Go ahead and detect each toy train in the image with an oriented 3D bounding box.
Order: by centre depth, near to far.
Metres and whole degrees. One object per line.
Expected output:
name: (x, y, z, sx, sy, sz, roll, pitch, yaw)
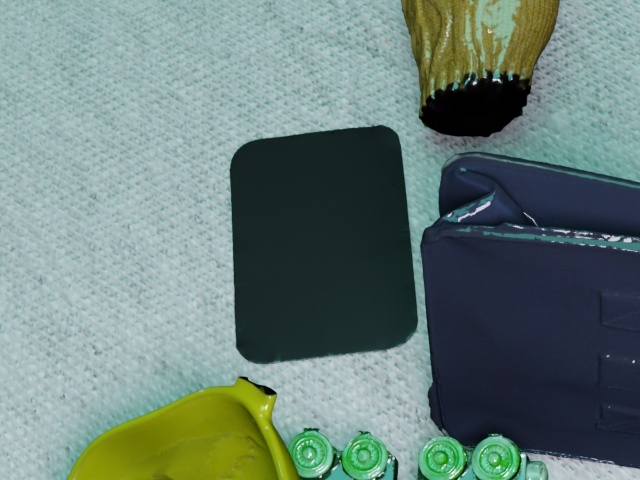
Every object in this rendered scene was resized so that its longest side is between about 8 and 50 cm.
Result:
toy train: (0.075, 0.231, 1.651, 0.251, 0.085, 0.119, -1, 73, 14)

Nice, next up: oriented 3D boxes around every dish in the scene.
dish: (-0.098, 0.251, 1.617, 0.262, 0.108, 0.221, -34, 59, 22)

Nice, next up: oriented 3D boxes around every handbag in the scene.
handbag: (0.228, 0.065, 1.581, 0.269, 0.325, 0.118, 10, 55, 14)

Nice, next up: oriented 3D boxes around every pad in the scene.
pad: (0.000, 0.000, 1.854, 0.181, 0.004, 0.267, -7, 56, 6)

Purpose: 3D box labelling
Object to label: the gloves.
gloves: (0.164, -0.278, 1.886, 0.155, 0.203, 0.356, 18, 66, -6)
